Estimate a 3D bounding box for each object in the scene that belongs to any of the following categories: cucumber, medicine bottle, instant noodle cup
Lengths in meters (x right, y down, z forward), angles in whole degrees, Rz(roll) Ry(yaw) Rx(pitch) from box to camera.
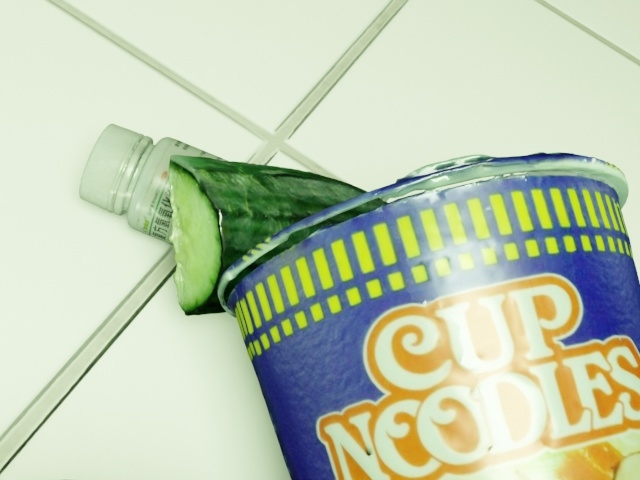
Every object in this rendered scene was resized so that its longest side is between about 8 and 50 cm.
[{"bbox_3d":[0.000,0.000,0.570,0.244,0.063,0.115,-2,100,-44],"label":"cucumber"},{"bbox_3d":[-0.117,-0.038,0.588,0.130,0.080,0.080,22,51,-7],"label":"medicine bottle"},{"bbox_3d":[0.102,0.148,0.445,0.284,0.284,0.312,-4,68,-25],"label":"instant noodle cup"}]
